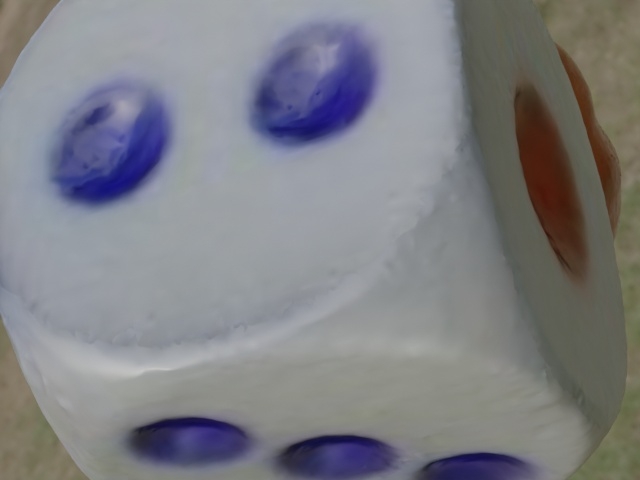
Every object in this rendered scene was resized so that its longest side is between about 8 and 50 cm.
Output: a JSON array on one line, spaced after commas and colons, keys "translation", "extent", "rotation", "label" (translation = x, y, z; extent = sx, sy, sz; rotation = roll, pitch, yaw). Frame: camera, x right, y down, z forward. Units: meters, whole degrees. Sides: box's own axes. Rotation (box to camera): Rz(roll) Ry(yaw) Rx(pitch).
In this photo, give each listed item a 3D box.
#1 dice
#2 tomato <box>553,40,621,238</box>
[{"translation": [0.000, 0.000, 0.934], "extent": [0.251, 0.259, 0.243], "rotation": [-15, 61, 20], "label": "dice"}, {"translation": [0.071, -0.044, 1.198], "extent": [0.180, 0.260, 0.260], "rotation": [-45, 19, -18], "label": "tomato"}]
